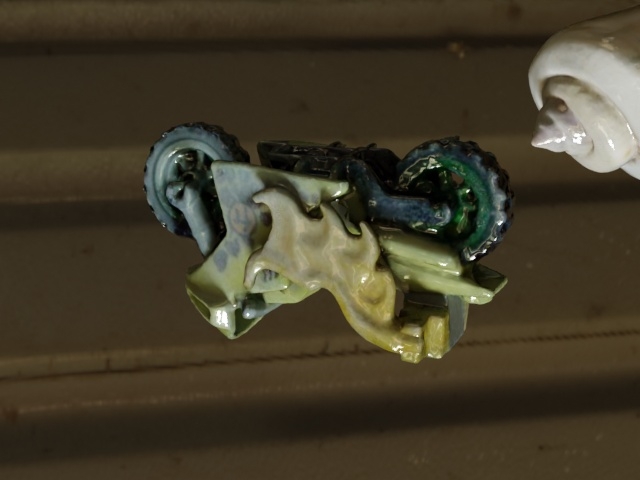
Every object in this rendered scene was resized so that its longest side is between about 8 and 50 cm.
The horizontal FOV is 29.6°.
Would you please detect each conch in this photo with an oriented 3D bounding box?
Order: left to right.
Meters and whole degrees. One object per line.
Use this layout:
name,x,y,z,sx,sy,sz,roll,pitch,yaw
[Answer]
conch,0.275,-0.114,0.908,0.255,0.158,0.127,-19,-118,-1

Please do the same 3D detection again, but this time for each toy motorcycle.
toy motorcycle,0.000,0.000,1.243,0.410,0.236,0.169,5,-160,28
